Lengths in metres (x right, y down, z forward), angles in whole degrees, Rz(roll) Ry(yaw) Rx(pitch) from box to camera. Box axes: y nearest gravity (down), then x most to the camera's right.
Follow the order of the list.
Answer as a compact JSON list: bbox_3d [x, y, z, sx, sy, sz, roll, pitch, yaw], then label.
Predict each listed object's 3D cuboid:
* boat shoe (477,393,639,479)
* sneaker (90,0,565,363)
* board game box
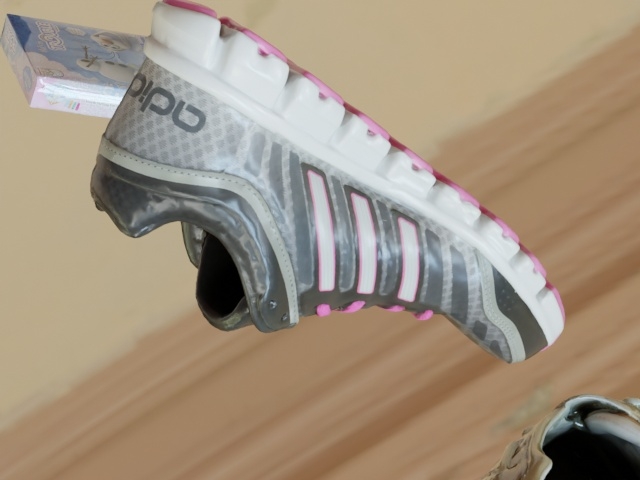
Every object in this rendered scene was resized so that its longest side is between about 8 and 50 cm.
[{"bbox_3d":[0.151,0.141,1.013,0.103,0.113,0.302,-50,166,27],"label":"boat shoe"},{"bbox_3d":[0.000,0.000,0.561,0.075,0.170,0.063,-53,-145,3],"label":"sneaker"},{"bbox_3d":[-0.117,-0.090,1.015,0.090,0.020,0.090,6,-155,-24],"label":"board game box"}]
